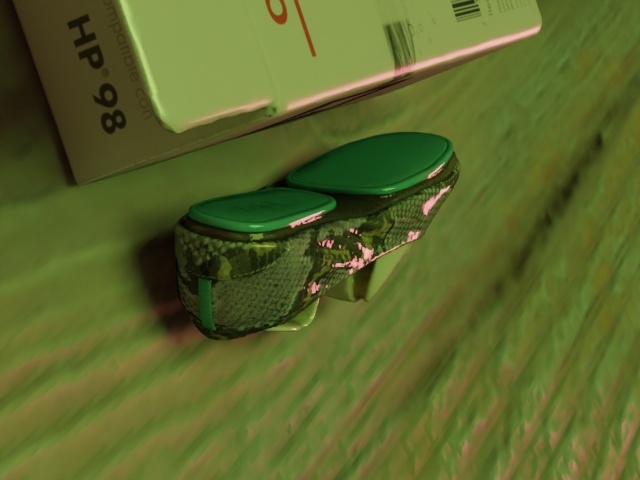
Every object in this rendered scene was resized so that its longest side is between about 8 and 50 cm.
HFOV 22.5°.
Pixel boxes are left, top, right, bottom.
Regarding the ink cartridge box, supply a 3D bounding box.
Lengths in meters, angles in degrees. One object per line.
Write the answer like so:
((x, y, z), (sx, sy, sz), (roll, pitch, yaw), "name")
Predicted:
((-0.022, -0.079, 0.384), (0.180, 0.060, 0.104), (-23, 95, -56), "ink cartridge box")

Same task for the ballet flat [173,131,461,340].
((0.000, 0.000, 0.408), (0.114, 0.041, 0.041), (-25, 96, -56), "ballet flat")
